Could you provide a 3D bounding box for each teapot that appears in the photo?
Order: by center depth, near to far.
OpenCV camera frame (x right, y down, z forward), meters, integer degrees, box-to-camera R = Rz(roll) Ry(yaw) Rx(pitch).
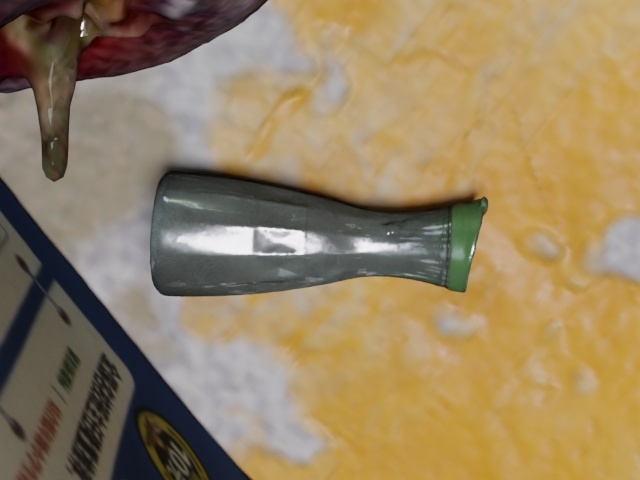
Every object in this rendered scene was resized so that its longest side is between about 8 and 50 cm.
[{"bbox_3d":[0.000,0.000,0.589,0.110,0.043,0.043,3,110,4],"label":"teapot"}]

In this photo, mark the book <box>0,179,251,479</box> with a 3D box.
[{"bbox_3d":[-0.161,-0.018,0.465,0.039,0.300,0.428,-36,102,10],"label":"book"}]

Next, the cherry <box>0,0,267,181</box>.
[{"bbox_3d":[-0.095,-0.126,0.477,0.195,0.195,0.195,2,110,6],"label":"cherry"}]
